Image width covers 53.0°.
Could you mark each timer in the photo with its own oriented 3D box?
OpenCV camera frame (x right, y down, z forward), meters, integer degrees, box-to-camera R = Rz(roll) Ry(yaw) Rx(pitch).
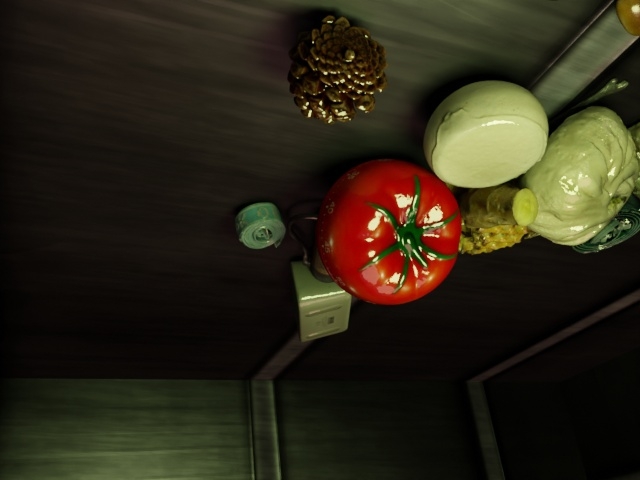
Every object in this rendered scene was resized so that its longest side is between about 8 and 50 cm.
[{"bbox_3d":[0.170,-0.023,1.666,0.377,0.378,0.279,8,-175,-27],"label":"timer"}]

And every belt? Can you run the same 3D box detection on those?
[{"bbox_3d":[-0.174,-0.044,1.845,0.147,0.082,0.163,-6,150,-24],"label":"belt"},{"bbox_3d":[0.888,-0.057,2.035,0.206,0.116,0.267,9,145,-22],"label":"belt"}]

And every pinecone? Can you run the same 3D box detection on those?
[{"bbox_3d":[0.025,-0.323,1.261,0.207,0.208,0.208,-6,152,-3],"label":"pinecone"}]

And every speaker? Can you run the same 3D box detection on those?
[{"bbox_3d":[-0.001,0.212,2.265,0.184,0.183,0.406,-10,153,-6],"label":"speaker"}]

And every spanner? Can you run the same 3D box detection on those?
[{"bbox_3d":[0.631,-0.324,1.582,0.054,0.015,0.254,20,141,-38],"label":"spanner"}]

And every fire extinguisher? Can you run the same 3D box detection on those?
[{"bbox_3d":[0.005,0.009,1.934,0.200,0.113,0.376,-14,153,-13],"label":"fire extinguisher"}]

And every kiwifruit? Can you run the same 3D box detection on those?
[{"bbox_3d":[0.635,-0.456,1.280,0.075,0.075,0.124,-25,143,29],"label":"kiwifruit"}]

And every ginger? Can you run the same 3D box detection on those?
[{"bbox_3d":[0.428,-0.088,1.596,0.109,0.117,0.263,15,177,-21],"label":"ginger"}]

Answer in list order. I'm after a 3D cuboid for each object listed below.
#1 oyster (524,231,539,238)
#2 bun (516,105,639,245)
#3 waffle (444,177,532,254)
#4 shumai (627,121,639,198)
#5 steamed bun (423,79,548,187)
[{"bbox_3d":[0.723,-0.030,2.134,0.093,0.034,0.051,-23,166,5],"label":"oyster"},{"bbox_3d":[0.654,-0.142,1.604,0.359,0.211,0.360,-31,145,-24],"label":"bun"},{"bbox_3d":[0.480,-0.081,1.867,0.261,0.151,0.324,-14,153,20],"label":"waffle"},{"bbox_3d":[0.914,-0.159,1.696,0.303,0.264,0.309,-18,150,16],"label":"shumai"},{"bbox_3d":[0.374,-0.255,1.476,0.282,0.177,0.283,-2,150,-1],"label":"steamed bun"}]
